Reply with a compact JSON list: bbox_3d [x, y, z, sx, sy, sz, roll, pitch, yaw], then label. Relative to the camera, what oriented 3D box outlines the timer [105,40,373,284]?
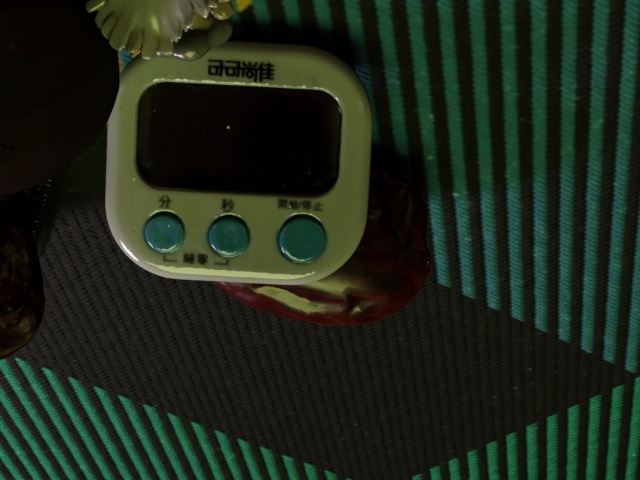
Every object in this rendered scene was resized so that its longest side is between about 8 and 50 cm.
[{"bbox_3d":[-0.079,-0.078,1.584,0.262,0.237,0.087,3,-173,0],"label":"timer"}]

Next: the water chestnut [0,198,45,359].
[{"bbox_3d":[-0.416,0.042,1.765,0.238,0.224,0.223,-10,146,31],"label":"water chestnut"}]

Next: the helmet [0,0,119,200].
[{"bbox_3d":[-0.299,-0.144,1.416,0.177,0.305,0.225,-12,104,32],"label":"helmet"}]

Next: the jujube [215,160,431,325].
[{"bbox_3d":[0.000,0.000,1.722,0.243,0.183,0.183,4,148,-2],"label":"jujube"}]

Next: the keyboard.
[{"bbox_3d":[-0.356,-0.031,1.854,0.093,0.025,0.230,9,148,-14],"label":"keyboard"}]

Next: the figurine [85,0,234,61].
[{"bbox_3d":[-0.154,-0.286,1.314,0.207,0.166,0.387,34,163,21],"label":"figurine"}]
